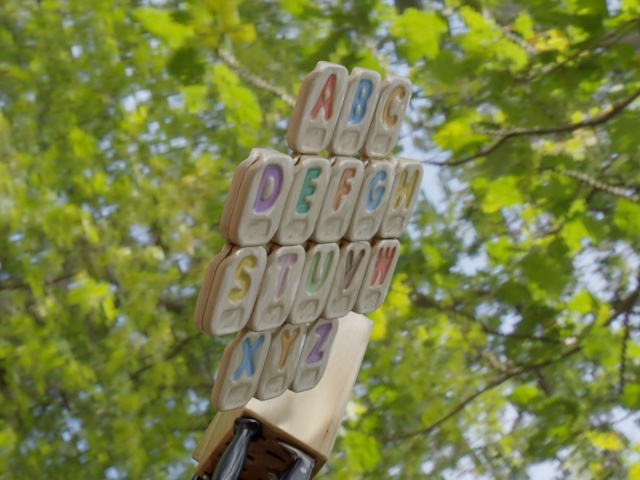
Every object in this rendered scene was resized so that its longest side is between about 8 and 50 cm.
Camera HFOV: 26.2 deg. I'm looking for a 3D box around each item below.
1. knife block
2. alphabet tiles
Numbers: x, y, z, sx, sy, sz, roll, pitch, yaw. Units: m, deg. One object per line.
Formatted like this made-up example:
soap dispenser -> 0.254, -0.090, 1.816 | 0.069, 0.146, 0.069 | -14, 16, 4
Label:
knife block -> -0.033, 0.161, 1.207 | 0.088, 0.275, 0.242 | 33, -12, -7
alphabet tiles -> 0.000, 0.000, 1.085 | 0.021, 0.284, 0.278 | 22, -78, 26
